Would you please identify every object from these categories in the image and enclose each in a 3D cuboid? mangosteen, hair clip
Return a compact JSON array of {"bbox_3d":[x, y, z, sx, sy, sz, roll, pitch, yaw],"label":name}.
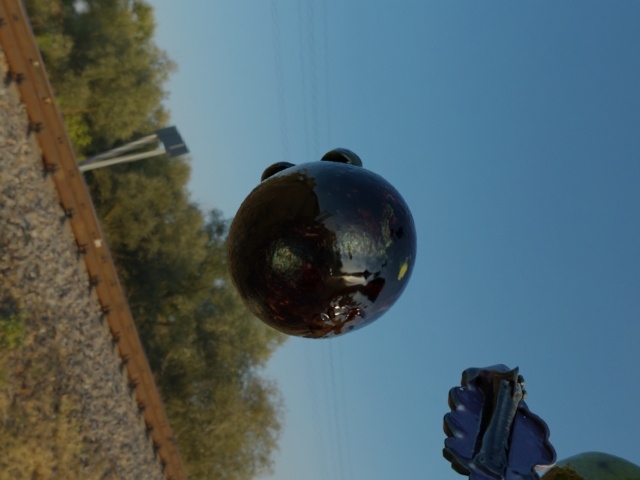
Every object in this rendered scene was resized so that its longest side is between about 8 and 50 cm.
[{"bbox_3d":[0.000,0.000,0.981,0.288,0.288,0.288,163,-90,-76],"label":"mangosteen"},{"bbox_3d":[0.192,0.198,0.711,0.195,0.124,0.052,-58,163,-56],"label":"hair clip"}]

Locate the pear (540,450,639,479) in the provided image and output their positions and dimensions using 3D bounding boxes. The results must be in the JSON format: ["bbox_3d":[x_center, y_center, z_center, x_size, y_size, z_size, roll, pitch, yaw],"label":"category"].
[{"bbox_3d":[0.389,0.430,0.855,0.307,0.253,0.253,56,-21,32],"label":"pear"}]
